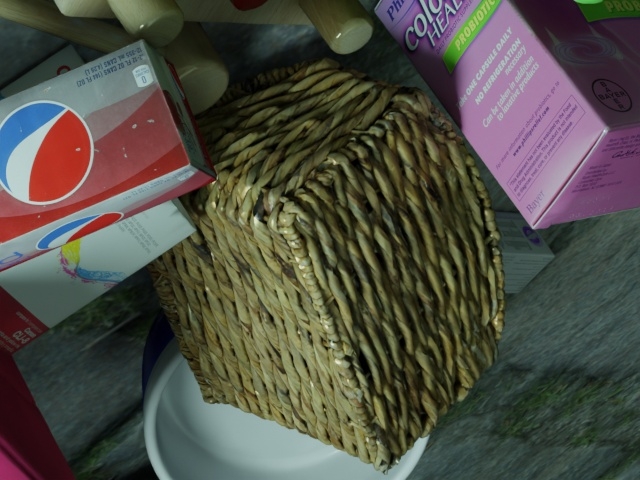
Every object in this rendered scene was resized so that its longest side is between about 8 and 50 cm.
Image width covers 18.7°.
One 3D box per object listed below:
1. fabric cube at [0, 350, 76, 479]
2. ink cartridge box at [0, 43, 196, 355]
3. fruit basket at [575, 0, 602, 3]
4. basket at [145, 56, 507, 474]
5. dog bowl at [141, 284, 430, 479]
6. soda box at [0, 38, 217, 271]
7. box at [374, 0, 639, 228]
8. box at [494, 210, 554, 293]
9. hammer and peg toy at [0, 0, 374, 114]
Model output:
[{"bbox_3d":[-0.350,0.144,1.405,0.254,0.259,0.258,-31,154,-4],"label":"fabric cube"},{"bbox_3d":[-0.205,-0.028,1.425,0.176,0.128,0.127,-33,155,0],"label":"ink cartridge box"},{"bbox_3d":[0.175,-0.319,1.138,0.392,0.283,0.392,-31,142,-29],"label":"fruit basket"},{"bbox_3d":[0.000,0.000,1.590,0.213,0.223,0.299,-44,132,-28],"label":"basket"},{"bbox_3d":[-0.033,0.140,1.798,0.265,0.104,0.265,-4,121,-6],"label":"dog bowl"},{"bbox_3d":[-0.206,-0.032,1.244,0.263,0.092,0.083,-22,172,7],"label":"soda box"},{"bbox_3d":[0.205,-0.148,1.566,0.213,0.243,0.117,-10,145,-40],"label":"box"},{"bbox_3d":[0.115,0.009,1.939,0.324,0.063,0.067,2,138,-51],"label":"box"},{"bbox_3d":[-0.055,-0.203,1.298,0.266,0.127,0.361,-4,141,-47],"label":"hammer and peg toy"}]
